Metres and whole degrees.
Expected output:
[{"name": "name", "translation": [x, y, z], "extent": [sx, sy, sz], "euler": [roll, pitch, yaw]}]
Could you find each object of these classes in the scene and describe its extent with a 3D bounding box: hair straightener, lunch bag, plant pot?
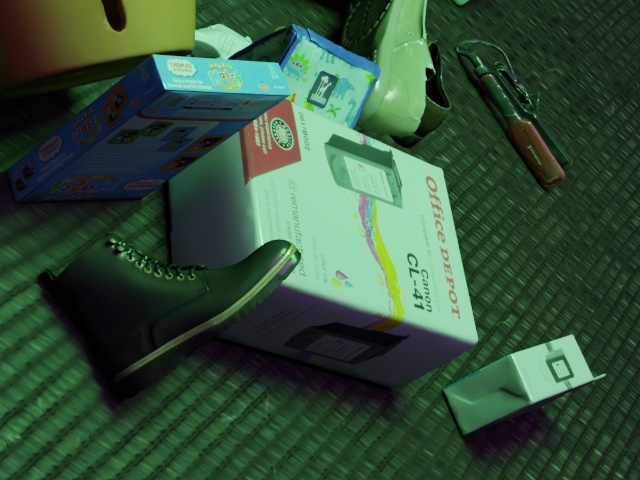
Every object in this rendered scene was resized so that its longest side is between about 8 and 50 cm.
[{"name": "hair straightener", "translation": [0.264, -0.182, 2.049], "extent": [0.230, 0.047, 0.089], "euler": [50, 36, -4]}, {"name": "lunch bag", "translation": [-0.029, -0.154, 1.574], "extent": [0.128, 0.151, 0.096], "euler": [19, 41, -42]}, {"name": "plant pot", "translation": [-0.228, -0.243, 1.327], "extent": [0.291, 0.290, 0.204], "euler": [-19, 96, -53]}]

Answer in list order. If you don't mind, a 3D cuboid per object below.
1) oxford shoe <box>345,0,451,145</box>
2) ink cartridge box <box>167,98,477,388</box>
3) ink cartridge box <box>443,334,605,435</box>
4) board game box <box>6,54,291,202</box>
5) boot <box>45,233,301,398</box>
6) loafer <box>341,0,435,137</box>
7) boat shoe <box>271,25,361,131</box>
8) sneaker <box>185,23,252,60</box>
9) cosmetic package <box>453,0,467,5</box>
[{"name": "oxford shoe", "translation": [0.103, -0.238, 1.846], "extent": [0.082, 0.096, 0.227], "euler": [-8, 70, -50]}, {"name": "ink cartridge box", "translation": [0.000, 0.000, 1.525], "extent": [0.306, 0.131, 0.226], "euler": [18, 52, -40]}, {"name": "ink cartridge box", "translation": [0.234, 0.160, 1.708], "extent": [0.180, 0.104, 0.060], "euler": [-9, 71, -53]}, {"name": "board game box", "translation": [-0.154, -0.096, 1.340], "extent": [0.160, 0.211, 0.039], "euler": [-4, 68, -51]}, {"name": "boot", "translation": [-0.129, 0.027, 1.309], "extent": [0.137, 0.198, 0.077], "euler": [53, 1, -2]}, {"name": "loafer", "translation": [0.081, -0.211, 1.731], "extent": [0.092, 0.102, 0.269], "euler": [38, 43, -24]}, {"name": "boat shoe", "translation": [-0.006, -0.180, 1.726], "extent": [0.153, 0.048, 0.056], "euler": [40, 39, -16]}, {"name": "sneaker", "translation": [-0.117, -0.202, 1.603], "extent": [0.152, 0.053, 0.061], "euler": [14, 45, -52]}, {"name": "cosmetic package", "translation": [0.223, -0.454, 2.065], "extent": [0.151, 0.183, 0.151], "euler": [45, 39, -18]}]
